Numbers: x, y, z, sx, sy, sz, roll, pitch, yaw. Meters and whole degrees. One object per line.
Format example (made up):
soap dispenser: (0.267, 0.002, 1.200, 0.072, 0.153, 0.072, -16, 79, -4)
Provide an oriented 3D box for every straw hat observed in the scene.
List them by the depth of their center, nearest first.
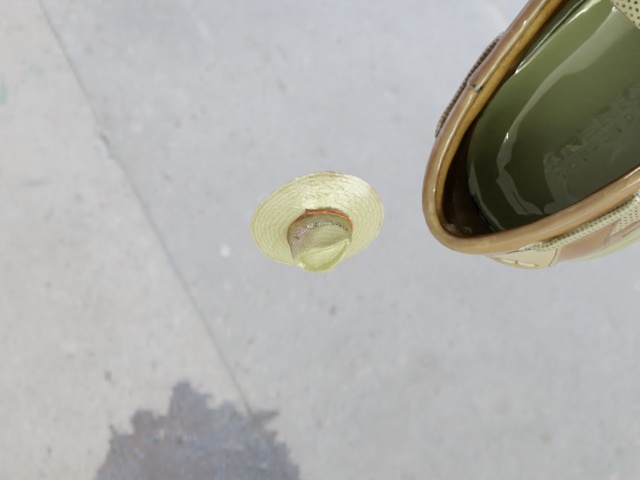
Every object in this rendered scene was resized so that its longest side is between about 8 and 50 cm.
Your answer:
straw hat: (0.000, 0.000, 1.627, 0.144, 0.144, 0.061, 0, 42, -8)

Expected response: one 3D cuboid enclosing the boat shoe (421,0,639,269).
boat shoe: (0.156, -0.097, 0.597, 0.122, 0.324, 0.120, 47, 33, 15)
